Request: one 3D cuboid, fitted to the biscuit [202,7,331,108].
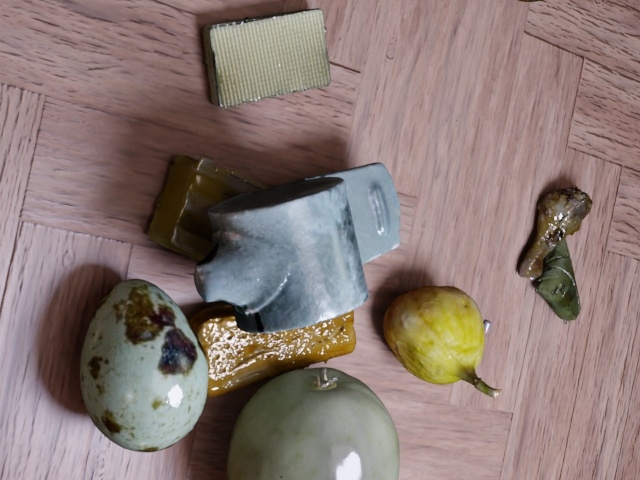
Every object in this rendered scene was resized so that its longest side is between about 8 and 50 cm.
[{"bbox_3d":[-0.077,-0.268,1.626,0.199,0.040,0.121,-16,107,-33],"label":"biscuit"}]

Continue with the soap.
[{"bbox_3d":[-0.123,-0.022,1.600,0.233,0.076,0.135,25,81,-37],"label":"soap"}]

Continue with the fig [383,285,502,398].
[{"bbox_3d":[0.208,0.171,1.751,0.159,0.257,0.159,-13,122,-22],"label":"fig"}]

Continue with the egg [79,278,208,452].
[{"bbox_3d":[-0.236,0.166,1.484,0.169,0.169,0.231,-8,87,-36],"label":"egg"}]

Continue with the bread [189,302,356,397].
[{"bbox_3d":[-0.070,0.146,1.659,0.271,0.077,0.139,-15,108,-33],"label":"bread"}]

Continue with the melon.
[{"bbox_3d":[-0.012,0.328,1.617,0.271,0.272,0.308,17,92,-37],"label":"melon"}]

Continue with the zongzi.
[{"bbox_3d":[0.461,0.078,2.065,0.154,0.062,0.130,45,56,-39],"label":"zongzi"}]

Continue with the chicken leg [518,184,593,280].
[{"bbox_3d":[0.412,-0.015,2.011,0.085,0.069,0.198,40,81,-42],"label":"chicken leg"}]

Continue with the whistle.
[{"bbox_3d":[-0.021,0.000,1.555,0.405,0.188,0.168,-38,117,-67],"label":"whistle"}]

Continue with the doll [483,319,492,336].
[{"bbox_3d":[0.252,0.158,1.896,0.084,0.073,0.127,-14,105,6],"label":"doll"}]
